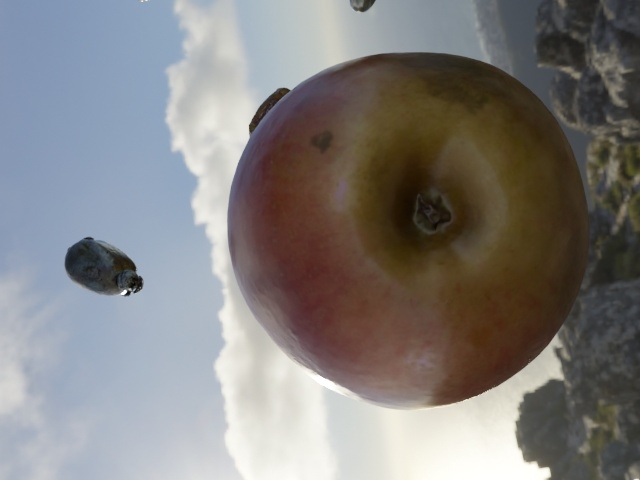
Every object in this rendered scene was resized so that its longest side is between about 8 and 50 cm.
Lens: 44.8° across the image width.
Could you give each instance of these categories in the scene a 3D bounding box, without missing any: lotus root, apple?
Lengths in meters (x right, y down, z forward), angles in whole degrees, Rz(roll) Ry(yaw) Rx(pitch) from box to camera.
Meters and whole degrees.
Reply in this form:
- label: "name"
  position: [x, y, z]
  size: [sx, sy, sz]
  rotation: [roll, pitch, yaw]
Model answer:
- label: "lotus root"
  position: [-0.338, 0.048, 1.221]
  size: [0.088, 0.165, 0.088]
  rotation: [-36, -43, -42]
- label: "apple"
  position: [0.090, -0.013, 0.772]
  size: [0.364, 0.364, 0.363]
  rotation: [-9, -90, -87]

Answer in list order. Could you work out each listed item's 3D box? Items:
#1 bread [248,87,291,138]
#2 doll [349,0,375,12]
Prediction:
- label: "bread"
  position: [0.008, -0.186, 1.422]
  size: [0.139, 0.271, 0.077]
  rotation: [-58, -14, -19]
- label: "doll"
  position: [-0.006, -0.535, 1.110]
  size: [0.370, 0.226, 0.215]
  rotation: [40, 176, -5]
